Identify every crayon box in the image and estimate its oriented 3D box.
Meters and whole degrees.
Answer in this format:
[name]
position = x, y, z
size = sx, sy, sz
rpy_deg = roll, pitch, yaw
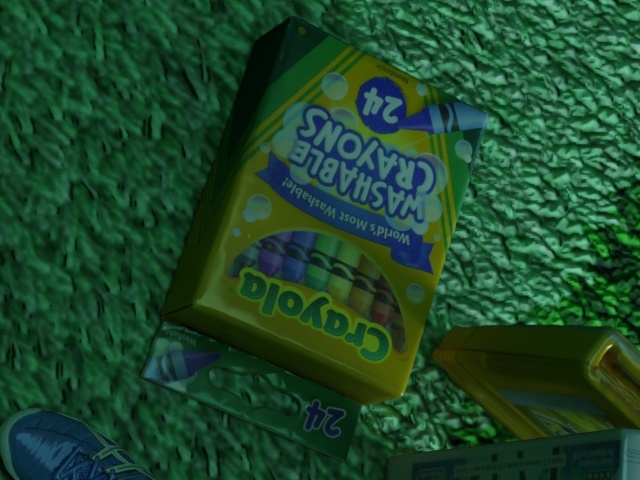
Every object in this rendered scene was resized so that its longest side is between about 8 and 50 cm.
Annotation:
[crayon box]
position = 0.000, 0.000, 1.676
size = 0.203, 0.083, 0.323
rpy_deg = 25, 71, -19

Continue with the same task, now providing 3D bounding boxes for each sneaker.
[sneaker]
position = -0.160, 0.199, 1.563
size = 0.211, 0.081, 0.080
rpy_deg = 36, 69, -14

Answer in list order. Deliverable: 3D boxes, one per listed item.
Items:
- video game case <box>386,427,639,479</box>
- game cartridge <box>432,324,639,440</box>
[video game case]
position = 0.138, 0.307, 1.544
size = 0.036, 0.329, 0.300
rpy_deg = 12, 75, -29
[game cartridge]
position = 0.252, 0.175, 1.628
size = 0.285, 0.324, 0.052
rpy_deg = 42, 75, -12
